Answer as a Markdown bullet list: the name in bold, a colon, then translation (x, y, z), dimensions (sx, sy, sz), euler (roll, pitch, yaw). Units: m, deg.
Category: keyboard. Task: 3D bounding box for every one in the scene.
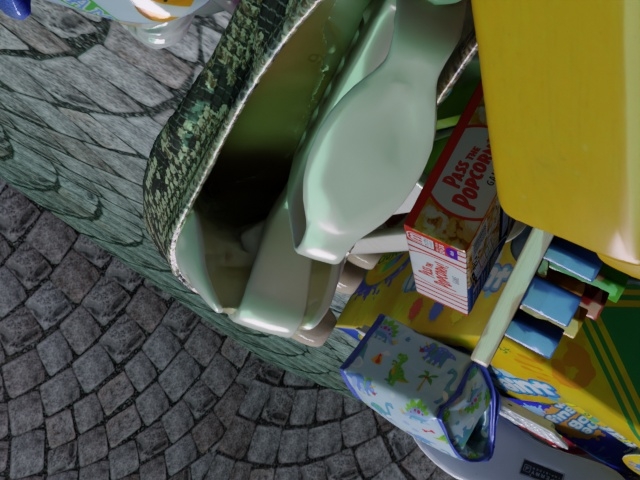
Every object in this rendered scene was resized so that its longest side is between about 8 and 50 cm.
- **keyboard**: translation (0.150, 0.158, 1.101), dimensions (0.256, 0.014, 0.072), euler (26, 164, 33)

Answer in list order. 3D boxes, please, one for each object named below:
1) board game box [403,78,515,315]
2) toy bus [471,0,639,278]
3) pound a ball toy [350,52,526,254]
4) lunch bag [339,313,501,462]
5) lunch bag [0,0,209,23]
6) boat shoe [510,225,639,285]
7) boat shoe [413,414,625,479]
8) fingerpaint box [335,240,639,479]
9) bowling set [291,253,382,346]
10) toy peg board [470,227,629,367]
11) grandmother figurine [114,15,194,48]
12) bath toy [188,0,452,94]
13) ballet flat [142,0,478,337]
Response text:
- **board game box**: translation (0.123, -0.059, 0.688), dimensions (0.045, 0.193, 0.147), euler (25, 166, 16)
- **toy bus**: translation (0.139, -0.108, 0.437), dimensions (0.108, 0.130, 0.332), euler (26, 144, 40)
- **pound a ball toy**: translation (0.059, -0.022, 0.911), dimensions (0.136, 0.208, 0.319), euler (38, 164, -16)
- **lunch bag**: translation (0.110, 0.161, 1.033), dimensions (0.129, 0.096, 0.151), euler (24, 153, 36)
- **lunch bag**: translation (-0.132, -0.228, 0.464), dimensions (0.303, 0.243, 0.115), euler (22, 166, 28)
- **boat shoe**: translation (0.304, 0.022, 0.796), dimensions (0.340, 0.113, 0.127), euler (21, 165, 27)
- **boat shoe**: translation (0.218, 0.257, 1.141), dimensions (0.258, 0.095, 0.084), euler (28, 164, 15)
- **fingerpaint box**: translation (0.267, 0.135, 1.150), dimensions (0.371, 0.163, 0.445), euler (34, 167, -14)
- **bowling set**: translation (0.012, -0.038, 1.141), dimensions (0.154, 0.200, 0.287), euler (33, -151, 1)
- **toy peg board**: translation (0.191, 0.004, 0.717), dimensions (0.079, 0.160, 0.161), euler (27, 127, 12)
- **grandmother figurine**: translation (-0.208, -0.259, 0.761), dimensions (0.342, 0.104, 0.207), euler (40, -159, -53)
- **bath toy**: translation (-0.055, -0.197, 0.708), dimensions (0.348, 0.151, 0.129), euler (38, -153, -39)
- **ballet flat**: translation (-0.013, -0.051, 0.638), dimensions (0.164, 0.182, 0.483), euler (7, 144, -20)
